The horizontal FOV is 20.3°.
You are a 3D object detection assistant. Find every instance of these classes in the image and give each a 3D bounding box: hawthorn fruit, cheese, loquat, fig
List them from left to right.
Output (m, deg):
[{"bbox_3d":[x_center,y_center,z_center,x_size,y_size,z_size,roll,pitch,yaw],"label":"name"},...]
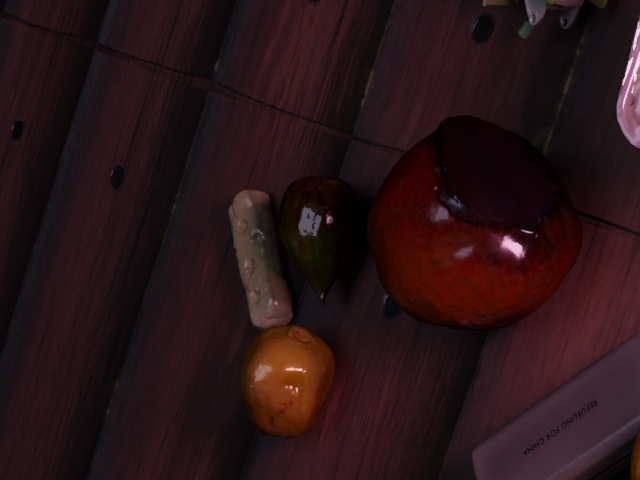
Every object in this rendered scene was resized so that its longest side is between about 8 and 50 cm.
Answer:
[{"bbox_3d":[-0.076,0.025,2.259,0.065,0.043,0.194,-44,50,41],"label":"cheese"},{"bbox_3d":[-0.040,0.168,2.117,0.137,0.113,0.137,-175,90,-82],"label":"loquat"},{"bbox_3d":[0.000,0.000,2.128,0.109,0.103,0.154,180,90,-88],"label":"fig"},{"bbox_3d":[0.146,-0.002,1.861,0.250,0.215,0.215,-35,53,38],"label":"hawthorn fruit"}]

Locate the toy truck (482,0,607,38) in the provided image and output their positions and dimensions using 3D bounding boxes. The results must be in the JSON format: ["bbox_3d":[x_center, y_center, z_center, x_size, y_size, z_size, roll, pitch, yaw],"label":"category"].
[{"bbox_3d":[0.206,-0.311,1.952,0.259,0.128,0.135,48,130,46],"label":"toy truck"}]

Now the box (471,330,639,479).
[{"bbox_3d":[0.255,0.191,1.761,0.244,0.055,0.103,-40,43,31],"label":"box"}]

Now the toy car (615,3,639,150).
[{"bbox_3d":[0.450,-0.137,1.551,0.336,0.226,0.242,14,90,26],"label":"toy car"}]

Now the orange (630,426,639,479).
[{"bbox_3d":[0.354,0.202,1.591,0.136,0.159,0.159,87,-172,-78],"label":"orange"}]
